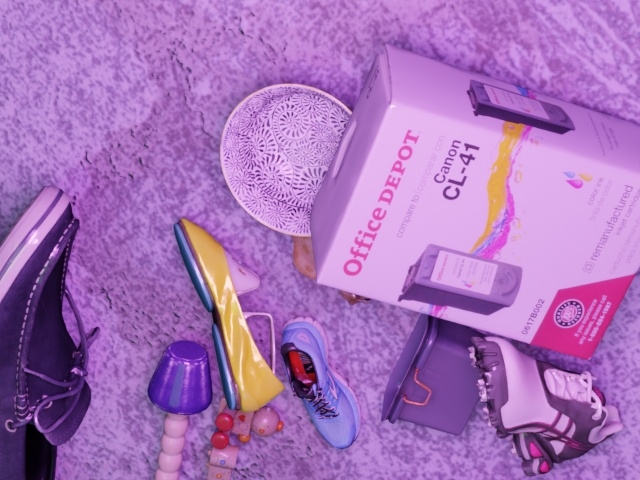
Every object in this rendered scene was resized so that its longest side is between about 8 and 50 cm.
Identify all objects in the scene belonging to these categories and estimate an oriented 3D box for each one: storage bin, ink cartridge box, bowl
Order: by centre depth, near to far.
[{"bbox_3d":[0.168,-0.034,1.666,0.306,0.131,0.226,15,120,-13],"label":"ink cartridge box"},{"bbox_3d":[-0.015,-0.097,1.770,0.170,0.080,0.170,7,115,14],"label":"bowl"},{"bbox_3d":[0.133,0.151,1.834,0.091,0.098,0.135,20,118,-4],"label":"storage bin"}]

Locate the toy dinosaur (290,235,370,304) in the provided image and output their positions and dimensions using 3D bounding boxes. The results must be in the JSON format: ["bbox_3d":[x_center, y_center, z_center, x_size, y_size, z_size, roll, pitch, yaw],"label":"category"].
[{"bbox_3d":[0.000,0.000,1.825,0.183,0.053,0.092,46,119,-6],"label":"toy dinosaur"}]

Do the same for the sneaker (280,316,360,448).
[{"bbox_3d":[-0.009,0.171,1.893,0.063,0.073,0.162,-20,106,24],"label":"sneaker"}]

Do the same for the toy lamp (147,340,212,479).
[{"bbox_3d":[-0.178,0.245,1.977,0.080,0.080,0.275,16,116,10],"label":"toy lamp"}]

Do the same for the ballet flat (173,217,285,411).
[{"bbox_3d":[-0.097,0.078,1.875,0.077,0.077,0.231,-17,86,-11],"label":"ballet flat"}]

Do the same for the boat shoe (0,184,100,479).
[{"bbox_3d":[-0.337,0.152,1.933,0.156,0.187,0.500,21,123,2],"label":"boat shoe"}]

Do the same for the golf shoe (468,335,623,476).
[{"bbox_3d":[0.232,0.158,1.745,0.120,0.105,0.273,-18,152,14],"label":"golf shoe"}]

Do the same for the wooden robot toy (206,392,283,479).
[{"bbox_3d":[-0.084,0.220,1.944,0.079,0.076,0.173,13,117,0],"label":"wooden robot toy"}]
